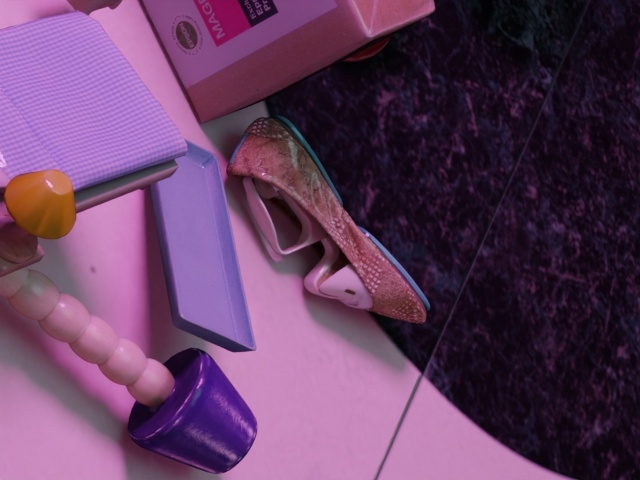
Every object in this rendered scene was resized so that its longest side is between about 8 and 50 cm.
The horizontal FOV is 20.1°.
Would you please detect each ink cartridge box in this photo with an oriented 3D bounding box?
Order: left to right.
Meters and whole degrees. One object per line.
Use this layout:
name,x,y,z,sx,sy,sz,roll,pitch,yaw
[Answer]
ink cartridge box,-0.053,-0.226,1.303,0.088,0.193,0.234,-30,95,-45

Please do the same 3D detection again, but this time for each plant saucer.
plant saucer,-0.088,-0.002,1.256,0.067,0.018,0.192,27,35,-36

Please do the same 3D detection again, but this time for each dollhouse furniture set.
dollhouse furniture set,-0.153,-0.163,1.109,0.286,0.198,0.303,-23,71,-47

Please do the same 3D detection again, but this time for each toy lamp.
toy lamp,-0.152,0.059,1.170,0.275,0.080,0.080,42,48,-24

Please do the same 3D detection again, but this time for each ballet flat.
ballet flat,0.000,0.000,1.367,0.067,0.073,0.206,-44,104,-17

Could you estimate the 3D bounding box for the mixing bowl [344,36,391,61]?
mixing bowl,0.032,-0.246,1.468,0.181,0.098,0.181,19,61,-38
